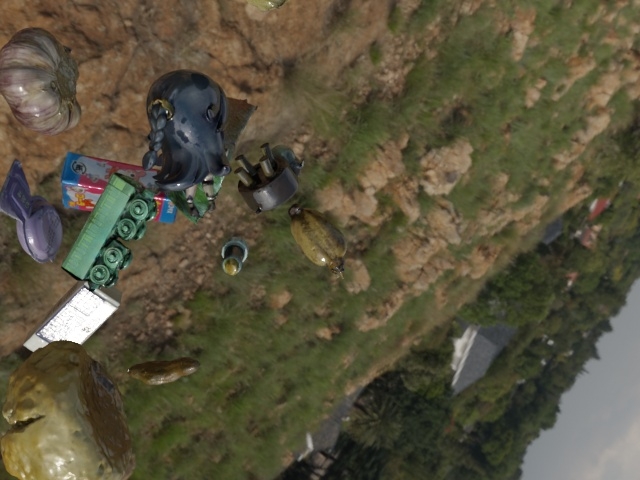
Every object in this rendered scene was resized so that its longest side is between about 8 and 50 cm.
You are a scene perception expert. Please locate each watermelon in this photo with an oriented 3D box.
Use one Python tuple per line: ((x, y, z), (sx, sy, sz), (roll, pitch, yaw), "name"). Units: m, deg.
((-0.306, -0.221, 1.525), (0.264, 0.151, 0.302), (-47, -158, 45), "watermelon")

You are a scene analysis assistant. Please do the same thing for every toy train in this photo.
((-0.254, -0.007, 0.721), (0.148, 0.071, 0.038), (-59, 171, 6), "toy train")

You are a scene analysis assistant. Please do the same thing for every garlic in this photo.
((-0.657, -0.360, 1.375), (0.245, 0.161, 0.245), (-8, 90, -84), "garlic")

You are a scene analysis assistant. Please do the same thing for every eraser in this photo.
((-0.713, 0.224, 1.718), (0.279, 0.081, 0.124), (-43, 117, 10), "eraser")

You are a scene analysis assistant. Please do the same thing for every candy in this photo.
((-0.539, -0.139, 1.629), (0.157, 0.306, 0.100), (130, -34, -60), "candy")

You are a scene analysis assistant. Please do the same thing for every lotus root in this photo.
((0.000, 0.000, 1.006), (0.072, 0.152, 0.063), (-30, 166, -16), "lotus root")

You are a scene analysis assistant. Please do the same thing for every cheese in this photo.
((-0.454, -0.034, 0.941), (0.191, 0.042, 0.105), (90, 0, -54), "cheese")

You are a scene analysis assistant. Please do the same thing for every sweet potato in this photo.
((-0.326, 0.278, 1.273), (0.053, 0.182, 0.054), (-14, 91, -68), "sweet potato")

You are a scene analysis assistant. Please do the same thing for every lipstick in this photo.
((-0.114, 0.024, 0.775), (0.037, 0.037, 0.116), (-64, -170, 10), "lipstick")

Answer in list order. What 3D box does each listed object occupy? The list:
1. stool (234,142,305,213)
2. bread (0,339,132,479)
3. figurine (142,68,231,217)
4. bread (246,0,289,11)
((-0.108, -0.151, 1.301), (0.121, 0.125, 0.217), (61, 42, -29), "stool")
((-0.376, 0.265, 0.874), (0.134, 0.244, 0.244), (-20, 146, -4), "bread")
((-0.256, -0.199, 1.155), (0.175, 0.265, 0.197), (-9, 159, -9), "figurine")
((-0.078, -0.587, 1.156), (0.236, 0.389, 0.183), (34, 82, -31), "bread")
